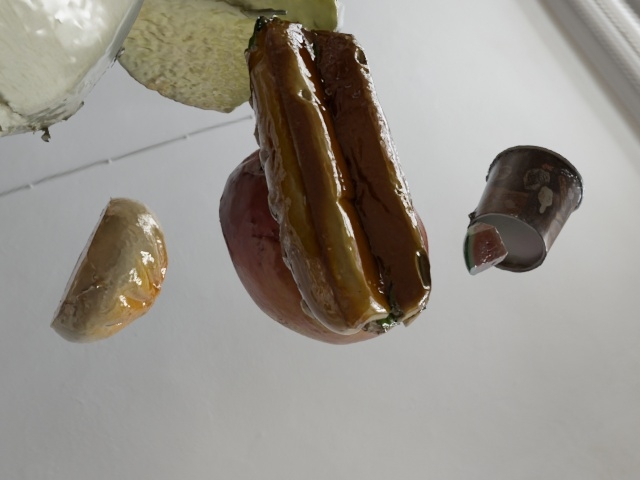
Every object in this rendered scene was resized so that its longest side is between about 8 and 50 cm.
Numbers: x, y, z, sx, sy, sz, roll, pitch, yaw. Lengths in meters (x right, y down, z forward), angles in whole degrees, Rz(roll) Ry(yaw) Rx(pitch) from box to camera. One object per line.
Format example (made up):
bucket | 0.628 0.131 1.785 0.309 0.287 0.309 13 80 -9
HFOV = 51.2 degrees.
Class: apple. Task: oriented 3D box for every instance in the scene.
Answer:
apple | -0.093 -0.313 0.647 0.253 0.314 0.308 -5 -103 9

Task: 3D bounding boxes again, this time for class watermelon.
watermelon | 0.274 0.016 1.133 0.084 0.072 0.092 57 -142 -21

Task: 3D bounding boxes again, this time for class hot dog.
hot dog | 0.010 -0.056 0.481 0.115 0.072 0.268 2 -121 -23

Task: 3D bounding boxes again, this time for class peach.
peach | 0.000 0.000 0.844 0.238 0.281 0.280 -31 -116 27

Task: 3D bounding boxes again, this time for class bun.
bun | -0.383 0.069 1.278 0.165 0.299 0.298 24 -116 -18

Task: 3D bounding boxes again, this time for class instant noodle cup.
instant noodle cup | 0.432 -0.062 1.440 0.218 0.217 0.207 28 -124 10

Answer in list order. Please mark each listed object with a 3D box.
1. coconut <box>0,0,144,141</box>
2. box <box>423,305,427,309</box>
coconut | -0.213 -0.174 0.316 0.245 0.247 0.244 -4 -113 8
box | 0.079 0.031 1.281 0.188 0.252 0.153 -23 -146 6
